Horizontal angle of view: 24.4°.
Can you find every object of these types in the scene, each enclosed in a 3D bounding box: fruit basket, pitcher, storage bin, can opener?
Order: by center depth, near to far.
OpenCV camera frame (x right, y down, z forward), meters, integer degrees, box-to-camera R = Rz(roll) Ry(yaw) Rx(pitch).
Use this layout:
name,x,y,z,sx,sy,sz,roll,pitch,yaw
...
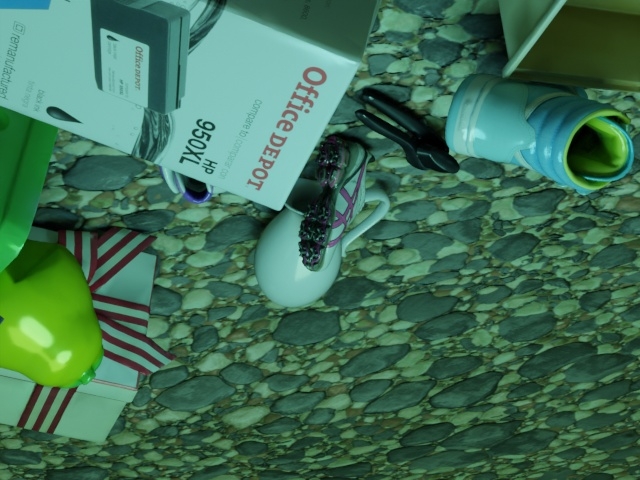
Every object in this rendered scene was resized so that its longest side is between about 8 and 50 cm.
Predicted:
name,x,y,z,sx,sy,sz,roll,pitch,yaw
storage bin,0.370,-0.295,1.690,0.260,0.123,0.262,4,149,-19
fruit basket,-0.420,0.017,1.897,0.392,0.283,0.392,5,142,4
can opener,0.114,-0.147,1.973,0.073,0.059,0.186,1,155,48
pitcher,0.000,0.000,2.149,0.177,0.125,0.207,-2,139,-21

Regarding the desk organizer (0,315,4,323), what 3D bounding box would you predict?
name,x,y,z,sx,sy,sz,roll,pitch,yaw
desk organizer,-0.449,0.076,1.769,0.130,0.047,0.050,42,135,-13

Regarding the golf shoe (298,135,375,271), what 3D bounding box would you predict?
name,x,y,z,sx,sy,sz,roll,pitch,yaw
golf shoe,0.027,-0.044,2.016,0.086,0.186,0.067,15,-179,-35

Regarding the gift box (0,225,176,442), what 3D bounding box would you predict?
name,x,y,z,sx,sy,sz,roll,pitch,yaw
gift box,-0.358,0.127,2.158,0.276,0.255,0.258,9,150,-16

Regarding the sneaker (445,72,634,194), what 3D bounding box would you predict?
name,x,y,z,sx,sy,sz,roll,pitch,yaw
sneaker,0.306,-0.130,1.805,0.208,0.127,0.319,21,-160,28

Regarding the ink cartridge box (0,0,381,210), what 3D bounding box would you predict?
name,x,y,z,sx,sy,sz,roll,pitch,yaw
ink cartridge box,-0.162,-0.227,1.526,0.394,0.166,0.285,20,145,-8

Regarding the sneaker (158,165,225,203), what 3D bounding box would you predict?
name,x,y,z,sx,sy,sz,roll,pitch,yaw
sneaker,-0.162,-0.096,1.890,0.102,0.161,0.282,-13,152,7
